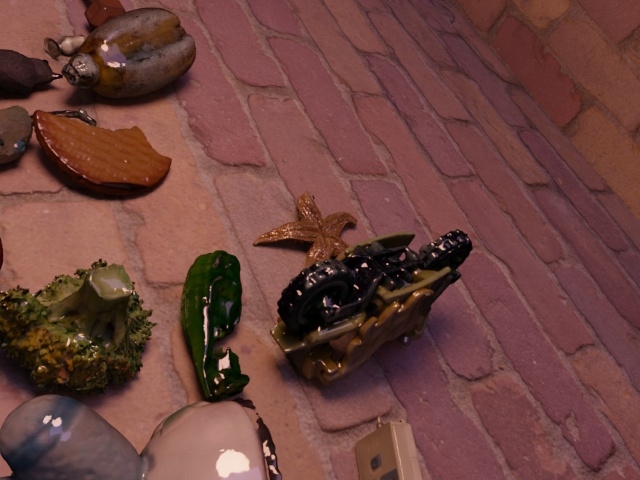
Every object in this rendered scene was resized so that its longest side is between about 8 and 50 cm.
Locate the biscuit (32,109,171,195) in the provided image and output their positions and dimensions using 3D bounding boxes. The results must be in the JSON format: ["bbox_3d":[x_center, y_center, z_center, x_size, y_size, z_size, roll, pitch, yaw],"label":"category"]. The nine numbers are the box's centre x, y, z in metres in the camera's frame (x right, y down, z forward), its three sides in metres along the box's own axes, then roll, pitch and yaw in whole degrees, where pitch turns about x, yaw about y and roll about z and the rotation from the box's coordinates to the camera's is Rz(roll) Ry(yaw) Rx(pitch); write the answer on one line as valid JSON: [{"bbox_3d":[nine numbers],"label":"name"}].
[{"bbox_3d":[-0.381,-0.159,0.938,0.228,0.031,0.176,38,41,-22],"label":"biscuit"}]

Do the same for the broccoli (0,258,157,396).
[{"bbox_3d":[-0.298,0.088,0.685,0.219,0.194,0.194,9,49,-36],"label":"broccoli"}]

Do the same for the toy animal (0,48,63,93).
[{"bbox_3d":[-0.557,-0.309,0.923,0.121,0.117,0.210,39,43,12],"label":"toy animal"}]

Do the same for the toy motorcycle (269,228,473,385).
[{"bbox_3d":[0.090,0.097,0.915,0.410,0.237,0.169,-11,45,-37],"label":"toy motorcycle"}]

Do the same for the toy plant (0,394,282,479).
[{"bbox_3d":[-0.225,0.281,0.544,0.332,0.247,0.247,5,50,-26],"label":"toy plant"}]

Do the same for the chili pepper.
[{"bbox_3d":[-0.164,0.124,0.830,0.099,0.083,0.253,16,48,-35],"label":"chili pepper"}]

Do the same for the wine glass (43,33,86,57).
[{"bbox_3d":[-0.514,-0.399,1.089,0.042,0.039,0.083,31,39,5],"label":"wine glass"}]

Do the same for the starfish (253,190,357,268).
[{"bbox_3d":[0.000,0.000,1.083,0.277,0.062,0.236,-10,65,-45],"label":"starfish"}]

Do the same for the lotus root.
[{"bbox_3d":[-0.388,-0.364,1.078,0.158,0.140,0.322,57,46,-14],"label":"lotus root"}]

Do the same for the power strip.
[{"bbox_3d":[0.110,0.419,0.730,0.043,0.106,0.367,17,45,-26],"label":"power strip"}]

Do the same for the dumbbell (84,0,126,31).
[{"bbox_3d":[-0.507,-0.548,1.195,0.231,0.092,0.082,55,15,20],"label":"dumbbell"}]

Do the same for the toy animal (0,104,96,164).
[{"bbox_3d":[-0.495,-0.190,0.906,0.079,0.070,0.253,67,24,-19],"label":"toy animal"}]

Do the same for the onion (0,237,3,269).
[{"bbox_3d":[-0.494,0.015,0.606,0.248,0.248,0.161,-6,82,-38],"label":"onion"}]
